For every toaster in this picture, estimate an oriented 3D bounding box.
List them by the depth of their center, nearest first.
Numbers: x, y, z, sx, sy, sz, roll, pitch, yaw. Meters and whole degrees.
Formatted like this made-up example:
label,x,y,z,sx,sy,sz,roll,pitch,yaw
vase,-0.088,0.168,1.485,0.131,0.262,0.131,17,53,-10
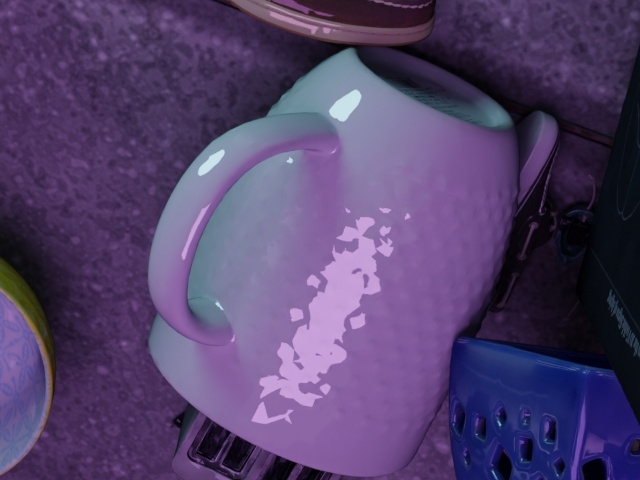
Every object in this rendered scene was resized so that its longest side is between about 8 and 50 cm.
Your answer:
label,x,y,z,sx,sy,sz,roll,pitch,yaw
toaster,-0.052,0.188,2.005,0.168,0.110,0.185,27,120,-6

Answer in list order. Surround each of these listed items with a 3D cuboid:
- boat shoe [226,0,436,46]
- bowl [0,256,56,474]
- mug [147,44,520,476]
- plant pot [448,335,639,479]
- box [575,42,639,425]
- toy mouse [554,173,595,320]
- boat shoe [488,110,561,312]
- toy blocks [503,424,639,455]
label,x,y,z,sx,sy,sz,roll,pitch,yaw
boat shoe,-0.048,-0.279,1.739,0.342,0.123,0.123,23,121,2
bowl,-0.391,0.093,1.971,0.289,0.156,0.289,4,119,6
mug,0.000,0.000,1.744,0.276,0.374,0.328,40,112,36
plant pot,0.246,0.208,1.654,0.236,0.236,0.212,9,91,-23
box,0.407,-0.097,1.496,0.297,0.480,0.471,15,101,-1
toy mouse,0.283,-0.010,1.891,0.161,0.031,0.143,-20,115,18
boat shoe,0.188,-0.025,1.876,0.070,0.078,0.219,17,122,-13
toy blocks,0.293,0.272,1.917,0.309,0.260,0.288,-39,108,25
